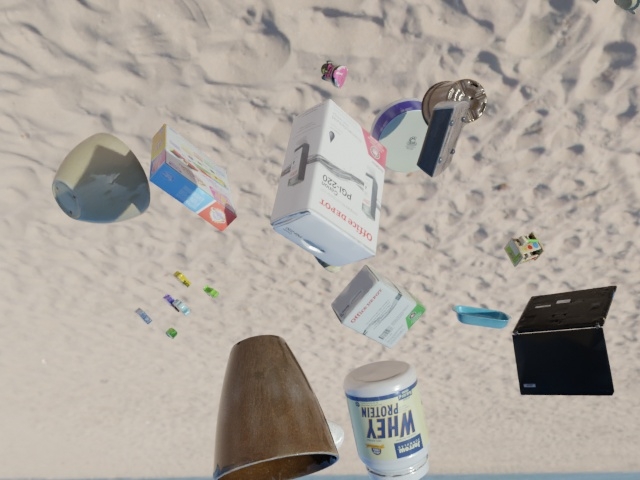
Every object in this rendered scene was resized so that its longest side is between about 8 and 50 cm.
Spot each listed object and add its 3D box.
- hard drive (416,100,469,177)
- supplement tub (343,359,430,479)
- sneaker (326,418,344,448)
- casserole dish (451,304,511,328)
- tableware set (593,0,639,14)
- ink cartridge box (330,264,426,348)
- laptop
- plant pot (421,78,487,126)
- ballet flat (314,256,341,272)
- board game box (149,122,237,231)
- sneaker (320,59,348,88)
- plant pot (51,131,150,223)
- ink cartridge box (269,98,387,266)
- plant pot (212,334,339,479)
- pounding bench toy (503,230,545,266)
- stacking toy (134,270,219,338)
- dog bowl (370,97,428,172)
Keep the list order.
[{"bbox_3d":[0.285,-0.242,1.225,0.054,0.172,0.255,20,-158,16],"label":"hard drive"},{"bbox_3d":[0.213,0.567,1.668,0.235,0.324,0.235,-13,-176,1],"label":"supplement tub"},{"bbox_3d":[-0.082,0.441,1.235,0.297,0.111,0.129,13,149,-12],"label":"sneaker"},{"bbox_3d":[0.517,0.248,1.711,0.188,0.037,0.114,8,-170,7],"label":"casserole dish"},{"bbox_3d":[0.645,-0.572,1.145,0.020,0.141,0.168,-40,159,-13],"label":"tableware set"},{"bbox_3d":[0.154,0.178,1.406,0.208,0.087,0.153,33,103,-36],"label":"ink cartridge box"},{"bbox_3d":[0.634,0.254,1.356,0.234,0.264,0.136,-17,109,46],"label":"laptop"},{"bbox_3d":[0.408,-0.409,1.596,0.167,0.167,0.165,0,-173,-7],"label":"plant pot"},{"bbox_3d":[0.000,0.000,1.193,0.057,0.173,0.049,-26,-166,-4],"label":"ballet flat"},{"bbox_3d":[-0.361,-0.184,1.494,0.064,0.316,0.242,-44,121,12],"label":"board game box"},{"bbox_3d":[0.034,-0.471,1.497,0.075,0.170,0.063,19,110,0],"label":"sneaker"},{"bbox_3d":[-0.690,-0.163,1.610,0.284,0.191,0.284,19,127,27],"label":"plant pot"},{"bbox_3d":[0.020,-0.089,0.854,0.092,0.218,0.158,-17,142,42],"label":"ink cartridge box"},{"bbox_3d":[-0.094,0.297,0.955,0.215,0.230,0.215,-9,147,-6],"label":"plant pot"},{"bbox_3d":[0.462,0.011,1.180,0.065,0.052,0.083,-16,154,-11],"label":"pounding bench toy"},{"bbox_3d":[-0.394,0.170,1.440,0.221,0.167,0.052,12,142,49],"label":"stacking toy"},{"bbox_3d":[0.327,-0.392,1.991,0.265,0.104,0.265,-7,129,-8],"label":"dog bowl"}]
